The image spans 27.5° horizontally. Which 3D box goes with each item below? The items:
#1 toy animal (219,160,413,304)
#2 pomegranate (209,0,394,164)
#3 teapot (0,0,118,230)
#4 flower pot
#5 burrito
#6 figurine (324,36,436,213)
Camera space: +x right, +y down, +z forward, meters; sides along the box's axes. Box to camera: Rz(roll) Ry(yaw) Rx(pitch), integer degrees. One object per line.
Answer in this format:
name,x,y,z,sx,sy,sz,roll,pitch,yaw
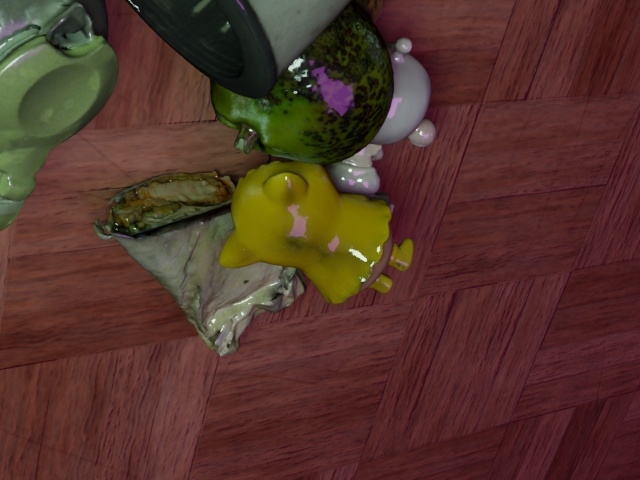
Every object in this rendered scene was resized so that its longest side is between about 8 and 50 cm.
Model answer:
toy animal,0.002,-0.004,1.537,0.230,0.156,0.156,21,110,-28
pomegranate,-0.018,-0.222,1.477,0.204,0.276,0.222,-10,146,21
teapot,-0.327,-0.165,1.193,0.321,0.239,0.239,-44,154,9
flower pot,-0.040,-0.346,1.258,0.330,0.293,0.293,-43,140,-13
burrito,-0.136,0.012,1.619,0.175,0.107,0.348,-53,143,-13
figurine,0.048,-0.142,1.620,0.144,0.182,0.256,-58,163,-65
